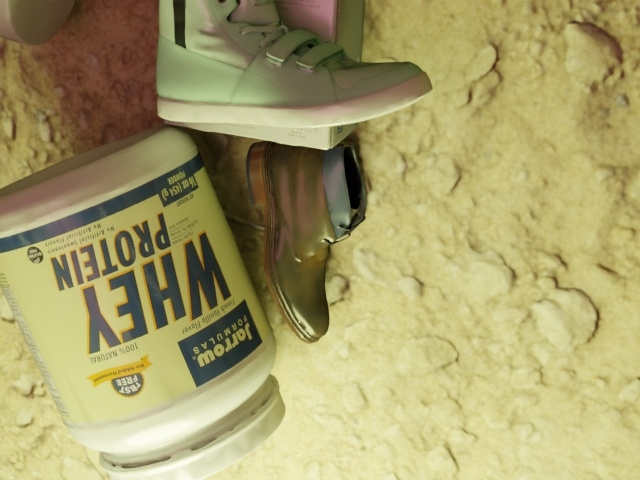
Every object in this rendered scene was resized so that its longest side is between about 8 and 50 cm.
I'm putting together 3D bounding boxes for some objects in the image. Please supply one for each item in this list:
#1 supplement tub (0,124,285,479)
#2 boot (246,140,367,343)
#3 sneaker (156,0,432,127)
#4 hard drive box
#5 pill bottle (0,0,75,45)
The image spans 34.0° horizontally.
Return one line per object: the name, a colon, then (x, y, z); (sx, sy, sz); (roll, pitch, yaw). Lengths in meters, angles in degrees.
supplement tub: (-0.185, 0.068, 1.077); (0.235, 0.235, 0.325); (-16, 104, 26)
boot: (0.000, 0.000, 1.064); (0.106, 0.082, 0.219); (-8, 105, 27)
sneaker: (-0.032, -0.178, 0.898); (0.256, 0.094, 0.151); (3, 108, 19)
hard drive box: (-0.054, -0.219, 0.995); (0.181, 0.089, 0.232); (11, 114, 17)
pill bottle: (-0.389, -0.295, 1.062); (0.265, 0.153, 0.153); (20, 116, 13)
